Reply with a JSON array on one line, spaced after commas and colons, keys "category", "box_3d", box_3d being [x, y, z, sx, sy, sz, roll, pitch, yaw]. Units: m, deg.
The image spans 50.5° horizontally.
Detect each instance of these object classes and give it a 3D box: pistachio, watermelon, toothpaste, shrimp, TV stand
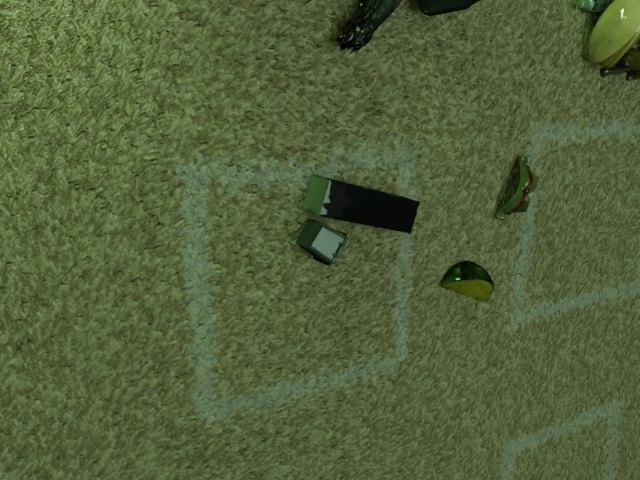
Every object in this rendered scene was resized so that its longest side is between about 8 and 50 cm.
[{"category": "pistachio", "box_3d": [0.803, -0.566, 1.830, 0.117, 0.145, 0.200, 27, 114, -13]}, {"category": "watermelon", "box_3d": [0.413, 0.101, 1.857, 0.181, 0.075, 0.092, 17, 139, -32]}, {"category": "toothpaste", "box_3d": [0.777, -0.645, 1.864, 0.216, 0.037, 0.062, -11, 118, -32]}, {"category": "shrimp", "box_3d": [0.089, -0.550, 1.443, 0.222, 0.054, 0.290, 40, 75, -41]}, {"category": "TV stand", "box_3d": [0.100, -0.083, 1.585, 0.270, 0.083, 0.088, 9, 98, -34]}]

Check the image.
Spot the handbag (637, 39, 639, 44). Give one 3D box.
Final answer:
[{"category": "handbag", "box_3d": [1.002, -0.678, 1.985, 0.221, 0.057, 0.144, -34, 111, -18]}]

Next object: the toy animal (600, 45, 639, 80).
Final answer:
[{"category": "toy animal", "box_3d": [0.895, -0.509, 1.934, 0.219, 0.101, 0.103, -2, 107, -31]}]

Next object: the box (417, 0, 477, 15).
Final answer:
[{"category": "box", "box_3d": [0.273, -0.604, 1.490, 0.090, 0.144, 0.201, -45, 126, -40]}]

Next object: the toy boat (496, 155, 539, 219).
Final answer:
[{"category": "toy boat", "box_3d": [0.544, -0.135, 1.847, 0.089, 0.071, 0.185, 9, 102, -76]}]

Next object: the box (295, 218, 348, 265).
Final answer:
[{"category": "box", "box_3d": [0.000, 0.000, 1.529, 0.069, 0.122, 0.084, 34, 83, -22]}]

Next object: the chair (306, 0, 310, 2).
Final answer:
[{"category": "chair", "box_3d": [0.000, -0.534, 1.421, 0.086, 0.037, 0.042, -39, 108, -12]}]
